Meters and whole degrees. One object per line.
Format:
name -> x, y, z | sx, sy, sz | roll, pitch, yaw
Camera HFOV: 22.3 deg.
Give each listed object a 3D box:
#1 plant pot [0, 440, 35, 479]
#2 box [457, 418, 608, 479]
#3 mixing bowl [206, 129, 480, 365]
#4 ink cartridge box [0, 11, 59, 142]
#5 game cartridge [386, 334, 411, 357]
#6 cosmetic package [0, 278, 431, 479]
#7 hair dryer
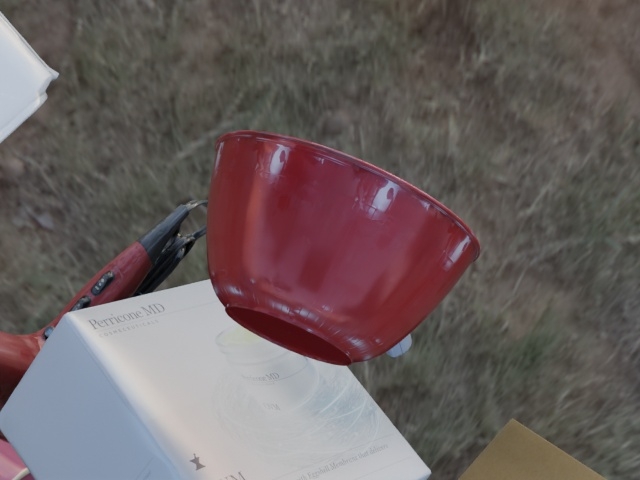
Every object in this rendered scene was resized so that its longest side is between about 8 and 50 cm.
plant pot -> -0.378, 0.257, 1.697 | 0.180, 0.201, 0.201 | 22, 78, 26
box -> 0.208, 0.286, 1.686 | 0.164, 0.201, 0.021 | -48, 122, -7
mixing bowl -> -0.002, 0.016, 1.013 | 0.181, 0.181, 0.098 | 22, 75, 6
ink cartridge box -> -0.308, -0.104, 0.706 | 0.307, 0.129, 0.223 | 50, 58, -13
game cartridge -> 0.000, 0.000, 1.898 | 0.062, 0.297, 0.198 | -24, 119, -19
cosmetic package -> -0.080, 0.156, 1.226 | 0.224, 0.224, 0.138 | 50, 125, 21
hair dryer -> -0.212, 0.067, 1.330 | 0.080, 0.293, 0.223 | 32, 120, 27
